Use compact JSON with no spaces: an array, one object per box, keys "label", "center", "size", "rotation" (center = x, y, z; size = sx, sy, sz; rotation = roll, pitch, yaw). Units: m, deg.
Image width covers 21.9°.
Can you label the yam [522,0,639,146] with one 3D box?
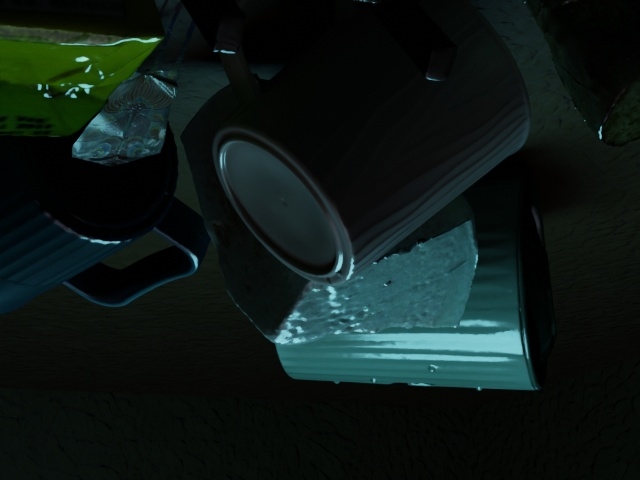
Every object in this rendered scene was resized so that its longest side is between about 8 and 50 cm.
[{"label":"yam","center":[0.266,-0.225,1.537],"size":[0.154,0.254,0.154],"rotation":[-19,152,-11]}]

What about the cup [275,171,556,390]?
[{"label":"cup","center":[0.155,0.077,2.436],"size":[0.392,0.310,0.401],"rotation":[-3,163,14]}]

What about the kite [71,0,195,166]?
[{"label":"kite","center":[-0.176,-0.171,1.742],"size":[0.127,0.016,0.229],"rotation":[-5,134,-52]}]

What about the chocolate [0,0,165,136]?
[{"label":"chocolate","center":[-0.335,-0.206,1.572],"size":[0.301,0.137,0.289],"rotation":[2,164,-25]}]

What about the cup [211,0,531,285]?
[{"label":"cup","center":[0.042,-0.134,1.641],"size":[0.208,0.273,0.288],"rotation":[24,146,44]}]

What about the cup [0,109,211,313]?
[{"label":"cup","center":[-0.316,-0.039,1.898],"size":[0.292,0.308,0.242],"rotation":[-25,-173,45]}]

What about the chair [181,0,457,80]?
[{"label":"chair","center":[-0.028,-0.317,1.212],"size":[0.203,0.416,0.240],"rotation":[2,119,-24]}]

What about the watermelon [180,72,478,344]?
[{"label":"watermelon","center":[0.000,0.000,1.826],"size":[0.387,0.258,0.228],"rotation":[37,150,-6]}]
